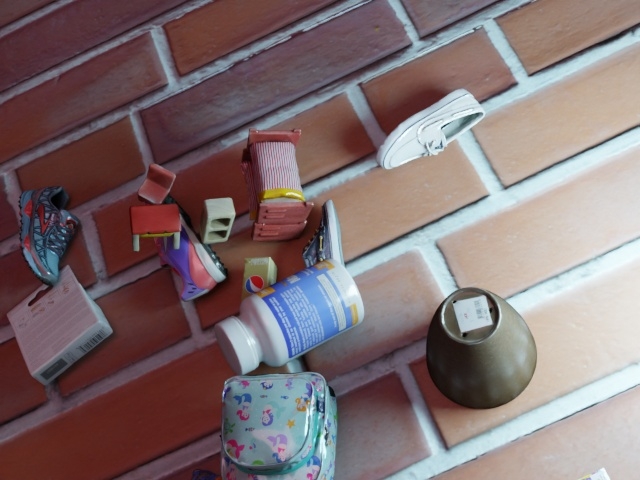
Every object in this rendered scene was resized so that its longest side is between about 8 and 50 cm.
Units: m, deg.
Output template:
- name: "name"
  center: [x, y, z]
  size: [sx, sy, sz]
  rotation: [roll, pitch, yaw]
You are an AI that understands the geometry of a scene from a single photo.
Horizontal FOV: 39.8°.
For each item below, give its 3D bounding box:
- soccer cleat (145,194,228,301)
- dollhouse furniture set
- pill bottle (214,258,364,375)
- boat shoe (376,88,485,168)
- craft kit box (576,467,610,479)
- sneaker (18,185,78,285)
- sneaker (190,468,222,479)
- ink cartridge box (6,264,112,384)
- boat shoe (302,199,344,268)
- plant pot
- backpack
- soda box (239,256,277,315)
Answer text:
- name: "soccer cleat"
  center: [-0.330, -0.006, 1.958]
  size: [0.116, 0.109, 0.318]
  rotation: [-38, 64, -2]
- name: "dollhouse furniture set"
  center: [-0.218, -0.111, 1.869]
  size: [0.374, 0.152, 0.201]
  rotation: [-4, 62, -16]
- name: "pill bottle"
  center: [-0.064, 0.155, 1.736]
  size: [0.272, 0.152, 0.152]
  rotation: [-25, 59, -21]
- name: "boat shoe"
  center: [0.240, -0.230, 1.912]
  size: [0.258, 0.095, 0.084]
  rotation: [-38, 57, -3]
- name: "craft kit box"
  center: [0.434, 0.556, 1.511]
  size: [0.246, 0.061, 0.250]
  rotation: [-27, 61, 5]
- name: "sneaker"
  center: [-0.624, -0.023, 2.046]
  size: [0.125, 0.104, 0.262]
  rotation: [-18, 62, 4]
- name: "sneaker"
  center: [-0.265, 0.538, 1.705]
  size: [0.087, 0.083, 0.221]
  rotation: [28, 71, 40]
- name: "ink cartridge box"
  center: [-0.587, 0.186, 1.978]
  size: [0.189, 0.066, 0.232]
  rotation: [-39, 41, -5]
- name: "boat shoe"
  center: [0.000, 0.000, 1.884]
  size: [0.083, 0.065, 0.183]
  rotation: [-10, 64, 9]
- name: "plant pot"
  center: [0.287, 0.176, 1.629]
  size: [0.215, 0.230, 0.215]
  rotation: [-6, 63, 12]
- name: "backpack"
  center: [-0.082, 0.378, 1.668]
  size: [0.225, 0.191, 0.254]
  rotation: [-4, 69, 13]
- name: "soda box"
  center: [-0.131, 0.128, 1.862]
  size: [0.058, 0.061, 0.181]
  rotation: [-3, 65, 14]
